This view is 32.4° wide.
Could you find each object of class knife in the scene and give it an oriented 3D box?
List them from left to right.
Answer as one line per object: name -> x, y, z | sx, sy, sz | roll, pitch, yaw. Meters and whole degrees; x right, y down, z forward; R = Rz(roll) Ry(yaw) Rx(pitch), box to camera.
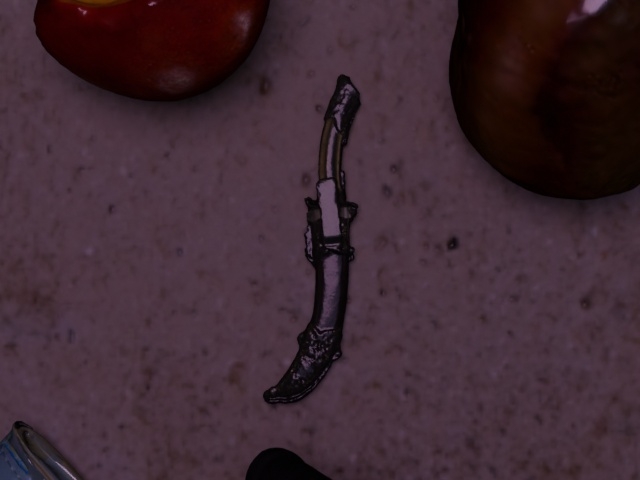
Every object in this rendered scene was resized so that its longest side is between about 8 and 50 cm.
knife -> 0.006, 0.002, 0.721 | 0.045, 0.021, 0.222 | 12, 90, 3

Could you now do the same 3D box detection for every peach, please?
peach -> -0.087, -0.143, 0.664 | 0.151, 0.151, 0.118 | -47, 69, -1

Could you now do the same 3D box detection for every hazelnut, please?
hazelnut -> 0.155, -0.126, 0.657 | 0.178, 0.178, 0.204 | 10, 119, 1

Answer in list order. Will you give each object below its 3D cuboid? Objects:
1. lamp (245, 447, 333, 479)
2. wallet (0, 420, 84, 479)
lamp -> 0.056, 0.334, 0.607 | 0.374, 0.205, 0.272 | 38, 78, -10
wallet -> -0.223, 0.262, 0.690 | 0.250, 0.075, 0.176 | -43, 85, 0
